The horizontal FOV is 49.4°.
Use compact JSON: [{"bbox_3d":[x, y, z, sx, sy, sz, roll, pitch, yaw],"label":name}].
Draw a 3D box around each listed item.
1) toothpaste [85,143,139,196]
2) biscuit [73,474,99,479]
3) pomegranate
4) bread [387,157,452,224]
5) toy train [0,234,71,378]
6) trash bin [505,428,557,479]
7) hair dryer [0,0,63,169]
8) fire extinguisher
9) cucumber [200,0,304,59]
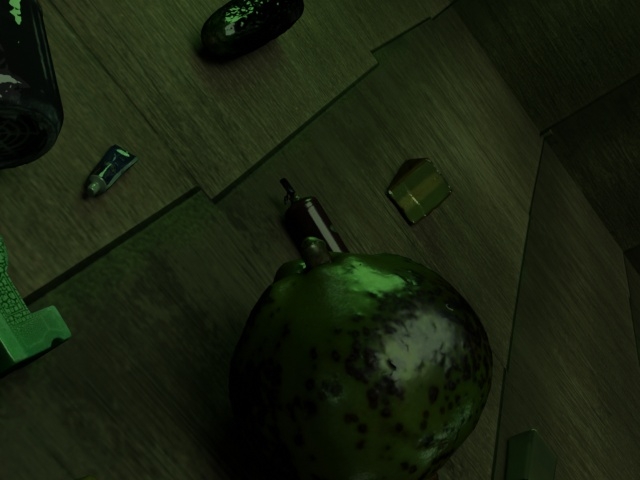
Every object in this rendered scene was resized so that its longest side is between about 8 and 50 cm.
[{"bbox_3d":[-0.183,-0.061,0.604,0.027,0.019,0.083,31,31,-11],"label":"toothpaste"},{"bbox_3d":[-0.177,0.175,0.363,0.174,0.039,0.183,54,29,-2],"label":"biscuit"},{"bbox_3d":[0.025,0.139,0.587,0.204,0.276,0.222,22,29,19],"label":"pomegranate"},{"bbox_3d":[0.145,-0.082,1.123,0.074,0.084,0.139,51,-1,-10],"label":"bread"},{"bbox_3d":[-0.231,0.011,0.409,0.178,0.071,0.104,59,21,1],"label":"toy train"},{"bbox_3d":[0.275,0.305,0.915,0.061,0.043,0.092,53,33,-8],"label":"trash bin"},{"bbox_3d":[-0.334,-0.147,0.404,0.352,0.107,0.189,1,63,-47],"label":"hair dryer"},{"bbox_3d":[0.000,0.000,0.799,0.157,0.045,0.078,58,1,3],"label":"fire extinguisher"},{"bbox_3d":[-0.088,-0.288,0.912,0.074,0.074,0.241,50,31,-13],"label":"cucumber"}]
